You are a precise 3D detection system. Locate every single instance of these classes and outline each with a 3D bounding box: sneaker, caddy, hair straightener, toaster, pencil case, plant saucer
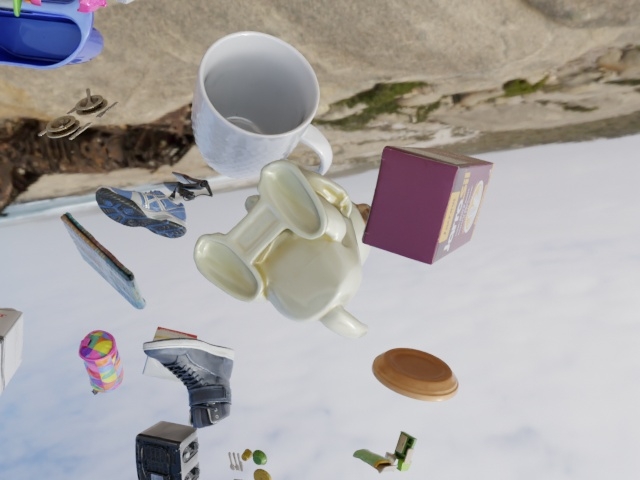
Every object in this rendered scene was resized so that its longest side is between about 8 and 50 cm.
[{"bbox_3d":[-0.256,0.282,1.102,0.086,0.163,0.226,-15,153,33],"label":"sneaker"},{"bbox_3d":[-0.619,-0.487,1.162,0.341,0.241,0.179,7,-162,4],"label":"caddy"},{"bbox_3d":[-0.356,-0.128,1.482,0.230,0.047,0.089,19,-113,46],"label":"hair straightener"},{"bbox_3d":[-0.427,0.608,1.560,0.185,0.168,0.110,1,-173,23],"label":"toaster"},{"bbox_3d":[-0.394,-0.074,1.242,0.211,0.081,0.080,26,140,-35],"label":"sneaker"},{"bbox_3d":[-0.609,0.341,1.557,0.104,0.104,0.236,-13,147,-24],"label":"pencil case"},{"bbox_3d":[0.217,0.295,1.272,0.200,0.037,0.200,10,-164,-3],"label":"plant saucer"}]

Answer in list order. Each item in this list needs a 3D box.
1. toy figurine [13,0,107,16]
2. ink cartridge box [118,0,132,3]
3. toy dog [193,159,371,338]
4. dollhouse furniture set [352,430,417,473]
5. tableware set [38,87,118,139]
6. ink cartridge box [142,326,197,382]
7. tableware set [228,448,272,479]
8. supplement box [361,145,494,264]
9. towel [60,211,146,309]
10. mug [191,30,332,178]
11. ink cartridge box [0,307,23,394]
[{"bbox_3d":[-0.463,-0.482,1.012,0.159,0.173,0.130,0,-172,-25],"label":"toy figurine"},{"bbox_3d":[-0.557,-0.782,1.423,0.201,0.278,0.117,20,-137,7],"label":"ink cartridge box"},{"bbox_3d":[0.000,0.000,1.220,0.284,0.395,0.408,-54,173,17],"label":"toy dog"},{"bbox_3d":[0.144,0.433,1.160,0.076,0.058,0.151,19,179,42],"label":"dollhouse furniture set"},{"bbox_3d":[-0.637,-0.332,1.461,0.128,0.039,0.194,10,-135,25],"label":"tableware set"},{"bbox_3d":[-0.463,0.344,1.751,0.134,0.078,0.231,16,-166,-12],"label":"ink cartridge box"},{"bbox_3d":[-0.146,0.534,1.248,0.104,0.154,0.024,-6,-169,27],"label":"tableware set"},{"bbox_3d":[0.127,-0.046,0.629,0.081,0.104,0.188,19,-164,23],"label":"supplement box"},{"bbox_3d":[-0.619,0.073,1.632,0.040,0.271,0.370,-47,177,-23],"label":"towel"},{"bbox_3d":[-0.140,-0.274,1.390,0.374,0.276,0.328,30,155,-7],"label":"mug"},{"bbox_3d":[-0.894,0.299,1.289,0.285,0.166,0.395,6,-165,-12],"label":"ink cartridge box"}]
